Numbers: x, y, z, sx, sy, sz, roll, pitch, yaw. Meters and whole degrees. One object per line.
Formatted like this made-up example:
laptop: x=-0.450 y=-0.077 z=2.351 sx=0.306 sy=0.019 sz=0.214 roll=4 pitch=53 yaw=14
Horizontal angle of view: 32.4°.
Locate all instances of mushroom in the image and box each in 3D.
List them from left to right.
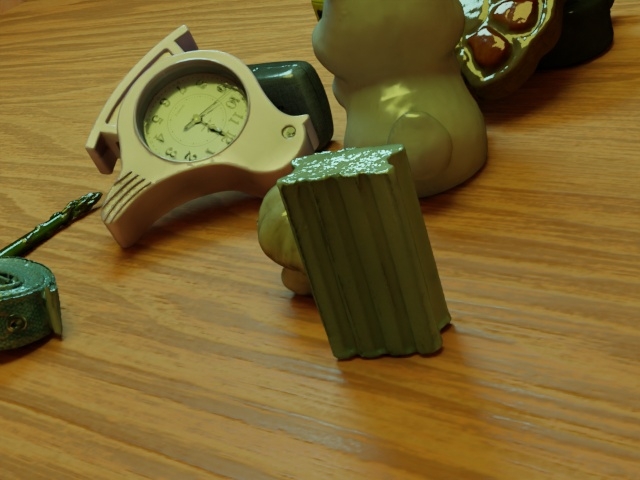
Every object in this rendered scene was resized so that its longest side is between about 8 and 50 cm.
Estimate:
mushroom: x=0.000 y=0.000 z=1.182 sx=0.154 sy=0.122 sz=0.154 roll=20 pitch=17 yaw=-7

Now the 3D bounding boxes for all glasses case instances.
glasses case: x=-0.136 y=-0.187 z=1.620 sx=0.323 sy=0.131 sz=0.074 roll=-1 pitch=34 yaw=32

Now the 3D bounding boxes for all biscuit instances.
biscuit: x=0.189 y=-0.326 z=1.551 sx=0.359 sy=0.074 sz=0.381 roll=25 pitch=78 yaw=47

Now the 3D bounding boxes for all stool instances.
stool: x=0.348 y=-0.349 z=1.621 sx=0.153 sy=0.139 sz=0.228 roll=-5 pitch=31 yaw=23

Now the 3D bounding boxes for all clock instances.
clock: x=-0.172 y=-0.110 z=1.451 sx=0.275 sy=0.080 sz=0.290 roll=33 pitch=76 yaw=20

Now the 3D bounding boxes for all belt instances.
belt: x=-0.387 y=0.078 z=1.311 sx=0.148 sy=0.082 sz=0.163 roll=-14 pitch=20 yaw=-16

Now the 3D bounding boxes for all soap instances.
soap: x=0.044 y=0.014 z=1.019 sx=0.115 sy=0.198 sz=0.063 roll=-4 pitch=30 yaw=23

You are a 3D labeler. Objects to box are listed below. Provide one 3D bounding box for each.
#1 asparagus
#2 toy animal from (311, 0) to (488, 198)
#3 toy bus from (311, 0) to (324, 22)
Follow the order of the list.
asparagus: x=-0.398 y=-0.009 z=1.555 sx=0.034 sy=0.027 sz=0.236 roll=-21 pitch=15 yaw=48
toy animal: x=0.088 y=-0.237 z=1.325 sx=0.196 sy=0.367 sz=0.241 roll=-14 pitch=14 yaw=2
toy bus: x=0.119 y=-0.369 z=1.810 sx=0.151 sy=0.145 sz=0.331 roll=-30 pitch=25 yaw=-16
